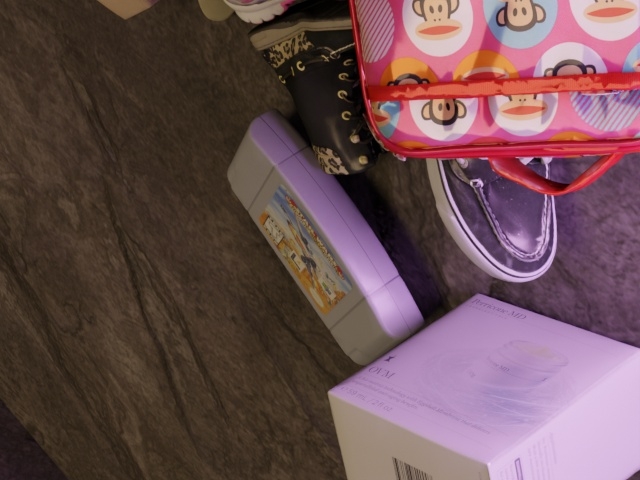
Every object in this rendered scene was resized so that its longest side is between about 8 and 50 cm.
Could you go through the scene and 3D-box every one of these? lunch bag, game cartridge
[{"bbox_3d":[0.168,-0.163,1.151,0.293,0.120,0.258,0,103,35],"label":"lunch bag"},{"bbox_3d":[0.000,0.000,1.654,0.297,0.062,0.198,55,165,6],"label":"game cartridge"}]

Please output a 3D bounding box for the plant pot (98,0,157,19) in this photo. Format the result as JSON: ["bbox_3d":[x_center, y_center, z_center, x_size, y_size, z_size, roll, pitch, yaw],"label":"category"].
[{"bbox_3d":[-0.215,-0.320,1.675,0.096,0.109,0.109,53,151,-16],"label":"plant pot"}]

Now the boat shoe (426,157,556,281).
[{"bbox_3d":[0.160,-0.102,1.313,0.105,0.113,0.306,-166,60,-68],"label":"boat shoe"}]

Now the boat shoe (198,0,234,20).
[{"bbox_3d":[-0.117,-0.302,1.605,0.133,0.049,0.042,83,175,-49],"label":"boat shoe"}]

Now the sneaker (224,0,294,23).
[{"bbox_3d":[-0.036,-0.280,1.384,0.252,0.111,0.103,-17,67,44],"label":"sneaker"}]

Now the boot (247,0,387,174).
[{"bbox_3d":[0.037,-0.161,1.472,0.236,0.085,0.178,0,121,55],"label":"boot"}]

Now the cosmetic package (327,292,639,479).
[{"bbox_3d":[0.170,0.181,1.435,0.224,0.225,0.138,19,129,47],"label":"cosmetic package"}]
